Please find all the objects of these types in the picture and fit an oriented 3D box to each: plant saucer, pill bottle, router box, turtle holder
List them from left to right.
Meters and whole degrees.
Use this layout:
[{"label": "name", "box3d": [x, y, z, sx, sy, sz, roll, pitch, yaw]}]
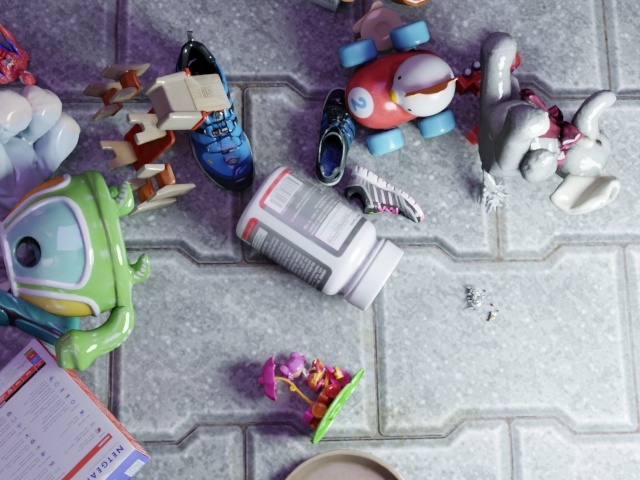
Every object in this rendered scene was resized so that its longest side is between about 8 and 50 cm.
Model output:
[{"label": "router box", "box3d": [-0.520, 0.393, 1.644, 0.335, 0.082, 0.301, -45, 65, -10]}, {"label": "turtle holder", "box3d": [-0.440, 0.043, 1.679, 0.227, 0.243, 0.320, -13, 114, -21]}, {"label": "pill bottle", "box3d": [0.000, 0.000, 1.753, 0.283, 0.161, 0.161, 34, 79, 3]}, {"label": "plant saucer", "box3d": [0.043, 0.520, 1.714, 0.278, 0.041, 0.278, 0, 79, -2]}]

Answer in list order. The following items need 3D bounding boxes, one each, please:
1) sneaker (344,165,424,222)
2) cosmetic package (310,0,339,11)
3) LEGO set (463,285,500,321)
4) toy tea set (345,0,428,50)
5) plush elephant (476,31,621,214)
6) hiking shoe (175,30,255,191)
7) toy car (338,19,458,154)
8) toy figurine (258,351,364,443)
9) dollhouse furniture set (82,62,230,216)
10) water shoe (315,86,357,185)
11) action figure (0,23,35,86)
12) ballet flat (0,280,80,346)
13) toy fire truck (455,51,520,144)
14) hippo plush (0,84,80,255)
[{"label": "sneaker", "box3d": [0.118, -0.072, 1.824, 0.170, 0.063, 0.075, 33, 79, 9]}, {"label": "cosmetic package", "box3d": [-0.057, -0.560, 1.911, 0.239, 0.060, 0.099, 25, 78, 2]}, {"label": "LEGO set", "box3d": [0.310, 0.117, 1.814, 0.083, 0.023, 0.054, 27, 79, 3]}, {"label": "toy tea set", "box3d": [0.079, -0.544, 1.852, 0.200, 0.124, 0.336, -40, 117, 6]}, {"label": "plush elephant", "box3d": [0.435, -0.190, 1.749, 0.255, 0.330, 0.272, -4, 41, -5]}, {"label": "hiking shoe", "box3d": [-0.213, -0.237, 1.803, 0.113, 0.132, 0.304, -23, 81, -7]}, {"label": "toy car", "box3d": [0.162, -0.280, 1.745, 0.210, 0.238, 0.219, -19, 102, -5]}, {"label": "toy figurine", "box3d": [-0.029, 0.260, 1.736, 0.159, 0.130, 0.173, 32, 57, 13]}, {"label": "dollhouse furniture set", "box3d": [-0.296, -0.212, 1.754, 0.135, 0.259, 0.262, -15, 80, -42]}, {"label": "water shoe", "box3d": [0.034, -0.209, 1.836, 0.073, 0.080, 0.203, 7, 78, -2]}, {"label": "action figure", "box3d": [-0.665, -0.399, 1.816, 0.280, 0.139, 0.091, 39, 81, 3]}, {"label": "ballet flat", "box3d": [-0.560, 0.123, 1.752, 0.247, 0.083, 0.087, 20, 54, 1]}, {"label": "toy fire truck", "box3d": [0.341, -0.297, 1.885, 0.192, 0.047, 0.135, -39, 83, -10]}, {"label": "hippo plush", "box3d": [-0.604, -0.180, 1.757, 0.236, 0.294, 0.234, 22, 57, 28]}]
